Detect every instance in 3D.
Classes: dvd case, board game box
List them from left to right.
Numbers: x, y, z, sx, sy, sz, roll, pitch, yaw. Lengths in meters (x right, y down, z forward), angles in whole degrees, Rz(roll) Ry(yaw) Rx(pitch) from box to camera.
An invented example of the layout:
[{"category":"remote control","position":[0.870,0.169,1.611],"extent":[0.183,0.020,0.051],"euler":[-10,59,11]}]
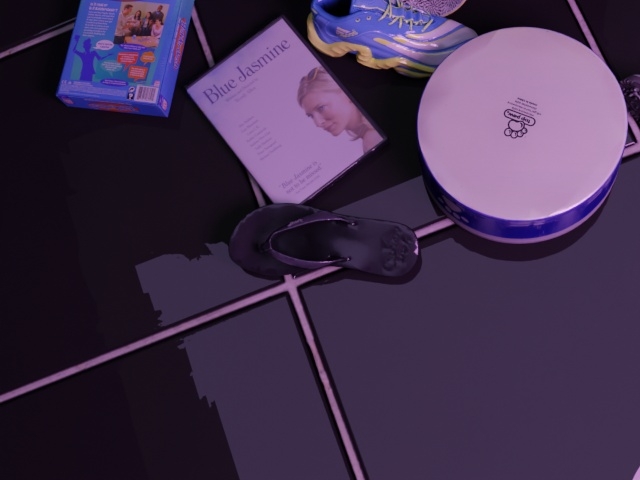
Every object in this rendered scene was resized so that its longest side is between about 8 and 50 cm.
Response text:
[{"category":"board game box","position":[-0.280,-0.291,1.418],"extent":[0.160,0.047,0.210],"euler":[8,77,12]},{"category":"dvd case","position":[-0.049,-0.176,1.362],"extent":[0.180,0.022,0.253],"euler":[-38,72,-2]}]

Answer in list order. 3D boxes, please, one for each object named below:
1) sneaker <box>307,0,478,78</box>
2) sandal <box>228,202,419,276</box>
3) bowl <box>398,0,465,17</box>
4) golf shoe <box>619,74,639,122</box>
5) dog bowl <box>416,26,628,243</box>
[{"category":"sneaker","position":[0.092,-0.285,1.313],"extent":[0.240,0.126,0.091],"euler":[6,76,11]},{"category":"sandal","position":[0.001,-0.001,1.277],"extent":[0.254,0.054,0.097],"euler":[0,92,9]},{"category":"bowl","position":[0.133,-0.392,1.333],"extent":[0.170,0.170,0.080],"euler":[13,55,13]},{"category":"golf shoe","position":[0.482,-0.180,1.254],"extent":[0.198,0.077,0.094],"euler":[24,69,8]},{"category":"dog bowl","position":[0.255,-0.135,1.257],"extent":[0.264,0.104,0.265],"euler":[-3,74,9]}]
